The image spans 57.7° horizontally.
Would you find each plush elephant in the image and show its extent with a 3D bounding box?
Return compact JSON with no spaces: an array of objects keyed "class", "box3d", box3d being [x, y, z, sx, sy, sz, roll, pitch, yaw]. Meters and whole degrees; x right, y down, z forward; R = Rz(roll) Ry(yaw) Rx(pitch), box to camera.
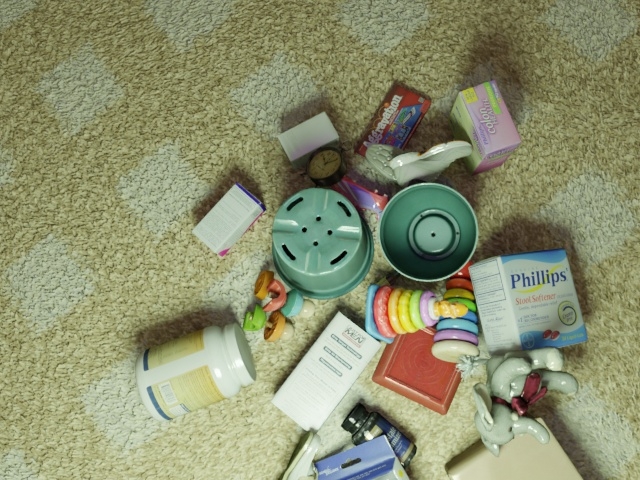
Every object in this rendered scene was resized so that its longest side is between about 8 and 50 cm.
[{"class":"plush elephant","box3d":[0.522,0.445,1.582,0.330,0.272,0.255,-3,58,25]}]

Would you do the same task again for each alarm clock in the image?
[{"class":"alarm clock","box3d":[0.035,-0.250,1.882,0.192,0.064,0.129,-47,54,-2]}]

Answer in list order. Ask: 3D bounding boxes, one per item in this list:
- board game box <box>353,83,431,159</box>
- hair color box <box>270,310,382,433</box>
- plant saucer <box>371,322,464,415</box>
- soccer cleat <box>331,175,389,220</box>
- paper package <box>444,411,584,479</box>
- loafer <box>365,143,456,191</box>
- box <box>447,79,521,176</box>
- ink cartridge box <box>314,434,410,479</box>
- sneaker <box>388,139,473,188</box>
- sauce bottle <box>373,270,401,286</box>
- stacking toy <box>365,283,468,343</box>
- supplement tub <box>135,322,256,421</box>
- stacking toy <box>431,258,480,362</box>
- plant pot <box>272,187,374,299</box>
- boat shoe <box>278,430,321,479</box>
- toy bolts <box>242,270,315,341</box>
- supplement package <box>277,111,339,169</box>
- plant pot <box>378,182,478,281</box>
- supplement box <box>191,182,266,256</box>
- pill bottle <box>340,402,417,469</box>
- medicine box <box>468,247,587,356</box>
[{"class":"board game box","box3d":[0.245,-0.384,1.978,0.145,0.027,0.281,30,83,9]},{"class":"hair color box","box3d":[0.021,0.411,1.814,0.174,0.105,0.347,37,85,8]},{"class":"plant saucer","box3d":[0.329,0.381,1.831,0.259,0.048,0.258,25,83,6]},{"class":"soccer cleat","box3d":[0.108,-0.152,1.923,0.248,0.083,0.095,24,97,8]},{"class":"paper package","box3d":[0.574,0.716,1.698,0.325,0.168,0.309,-32,80,-1]},{"class":"loafer","box3d":[0.288,-0.210,1.900,0.320,0.111,0.112,32,77,5]},{"class":"box","box3d":[0.513,-0.350,1.847,0.117,0.243,0.213,-20,79,0]},{"class":"ink cartridge box","box3d":[0.135,0.767,1.699,0.304,0.072,0.307,-33,84,26]},{"class":"sneaker","box3d":[0.352,-0.228,1.810,0.263,0.099,0.120,-15,85,1]},{"class":"sauce bottle","box3d":[0.214,0.135,1.884,0.128,0.042,0.042,-38,80,-6]},{"class":"stacking toy","box3d":[0.293,0.207,1.735,0.302,0.175,0.165,-9,63,34]},{"class":"supplement tub","box3d":[-0.376,0.395,1.778,0.317,0.228,0.228,-20,80,0]},{"class":"stacking toy","box3d":[0.423,0.201,1.795,0.141,0.141,0.330,7,64,5]},{"class":"plant pot","box3d":[0.000,0.000,1.772,0.342,0.334,0.340,0,81,2]},{"class":"boat shoe","box3d":[-0.056,0.699,1.737,0.103,0.113,0.302,27,113,4]},{"class":"toy bolts","box3d":[-0.115,0.198,1.828,0.159,0.228,0.218,24,58,-19]},{"class":"supplement package","box3d":[-0.038,-0.332,1.946,0.179,0.105,0.105,-28,79,-1]},{"class":"plant pot","box3d":[0.342,-0.022,1.807,0.293,0.196,0.292,-1,88,17]},{"class":"supplement box","box3d":[-0.299,-0.066,1.912,0.114,0.111,0.220,40,84,9]},{"class":"pill bottle","box3d":[0.173,0.601,1.764,0.219,0.123,0.122,39,85,8]},{"class":"medicine box","box3d":[0.622,0.186,1.747,0.264,0.149,0.289,-6,79,-25]}]
